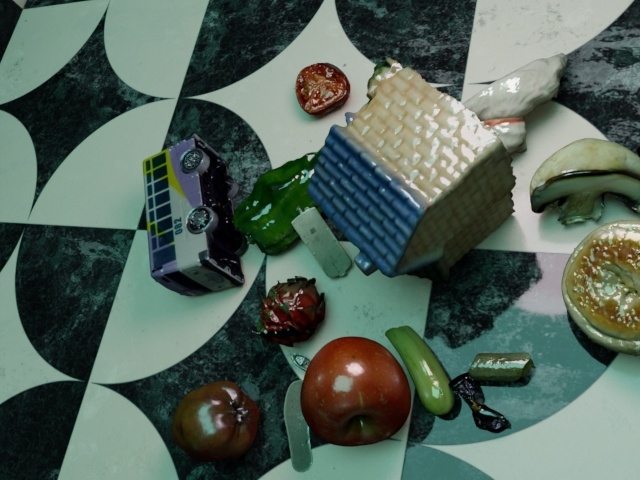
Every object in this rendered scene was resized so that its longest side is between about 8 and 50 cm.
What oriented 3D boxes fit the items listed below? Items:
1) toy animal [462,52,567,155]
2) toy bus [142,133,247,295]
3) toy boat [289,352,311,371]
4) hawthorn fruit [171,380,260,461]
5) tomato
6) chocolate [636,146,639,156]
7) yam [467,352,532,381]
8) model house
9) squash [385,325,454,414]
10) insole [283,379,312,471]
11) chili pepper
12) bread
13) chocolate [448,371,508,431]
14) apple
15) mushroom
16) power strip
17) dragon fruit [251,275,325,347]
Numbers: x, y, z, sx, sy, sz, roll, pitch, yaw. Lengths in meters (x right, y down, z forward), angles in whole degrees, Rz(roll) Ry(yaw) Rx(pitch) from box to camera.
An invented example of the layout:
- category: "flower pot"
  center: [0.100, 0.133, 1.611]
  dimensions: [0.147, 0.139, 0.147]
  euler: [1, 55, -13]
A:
- category: "toy animal"
  center: [0.526, -0.343, 1.726]
  dimensions: [0.308, 0.266, 0.188]
  euler: [-18, 69, -33]
- category: "toy bus"
  center: [-0.380, -0.058, 1.960]
  dimensions: [0.250, 0.209, 0.439]
  euler: [-22, 60, 16]
- category: "toy boat"
  center: [-0.047, 0.318, 1.747]
  dimensions: [0.083, 0.038, 0.038]
  euler: [26, 80, 30]
- category: "hawthorn fruit"
  center: [-0.281, 0.476, 1.702]
  dimensions: [0.248, 0.208, 0.208]
  euler: [-38, 54, 33]
- category: "tomato"
  center: [0.012, -0.461, 2.038]
  dimensions: [0.166, 0.082, 0.174]
  euler: [-27, 64, 16]
- category: "chocolate"
  center: [0.858, -0.115, 1.476]
  dimensions: [0.343, 0.148, 0.126]
  euler: [32, 113, 24]
- category: "yam"
  center: [0.413, 0.293, 1.537]
  dimensions: [0.147, 0.070, 0.069]
  euler: [-3, 67, 22]
- category: "model house"
  center: [0.195, -0.108, 1.588]
  dimensions: [0.400, 0.445, 0.395]
  euler: [-46, 59, 0]
- category: "squash"
  center: [0.241, 0.304, 1.600]
  dimensions: [0.083, 0.083, 0.250]
  euler: [-34, 57, 7]
- category: "insole"
  center: [-0.057, 0.471, 1.702]
  dimensions: [0.080, 0.003, 0.231]
  euler: [-14, 63, 18]
- category: "chili pepper"
  center: [-0.085, -0.138, 1.890]
  dimensions: [0.385, 0.167, 0.213]
  euler: [-47, 60, -3]
- category: "bread"
  center: [0.677, 0.104, 1.428]
  dimensions: [0.306, 0.159, 0.305]
  euler: [-12, 71, 37]
- category: "chocolate"
  center: [0.353, 0.373, 1.513]
  dimensions: [0.147, 0.070, 0.072]
  euler: [55, 141, 11]
- category: "apple"
  center: [0.083, 0.348, 1.549]
  dimensions: [0.261, 0.260, 0.216]
  euler: [-21, 38, 15]
- category: "mushroom"
  center: [0.627, -0.158, 1.571]
  dimensions: [0.267, 0.189, 0.164]
  euler: [-9, 50, 22]
- category: "power strip"
  center: [0.000, 0.000, 1.810]
  dimensions: [0.080, 0.029, 0.226]
  euler: [-34, 90, 4]
- category: "dragon fruit"
  center: [-0.077, 0.184, 1.745]
  dimensions: [0.182, 0.182, 0.188]
  euler: [17, 94, 29]
